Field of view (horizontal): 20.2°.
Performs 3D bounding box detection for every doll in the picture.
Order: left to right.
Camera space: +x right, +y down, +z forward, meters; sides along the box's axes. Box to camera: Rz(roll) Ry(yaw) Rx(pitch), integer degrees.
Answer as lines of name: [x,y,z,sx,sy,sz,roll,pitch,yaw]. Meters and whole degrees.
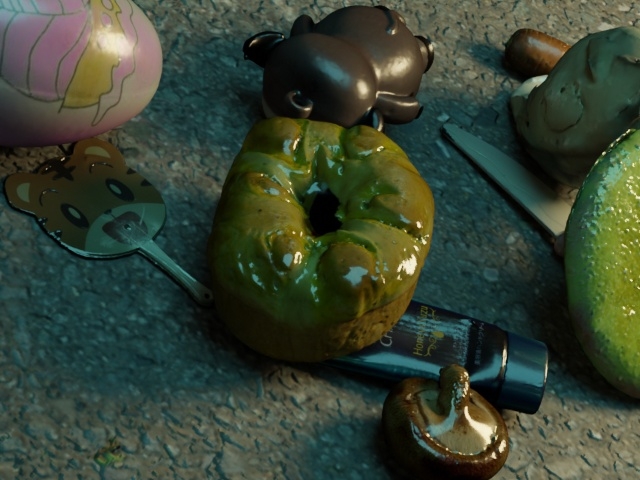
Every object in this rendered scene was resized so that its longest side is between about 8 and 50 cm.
doll: [0.026,-0.181,1.940,0.182,0.117,0.257,37,41,9]

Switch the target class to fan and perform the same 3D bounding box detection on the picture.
fan: [-0.188,-0.010,1.732,0.226,0.008,0.152,41,42,13]

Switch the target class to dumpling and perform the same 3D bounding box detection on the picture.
dumpling: [0.363,-0.138,2.017,0.242,0.318,0.187,10,83,-30]

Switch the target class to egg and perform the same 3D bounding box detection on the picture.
egg: [-0.280,-0.181,1.707,0.271,0.196,0.196,12,45,-19]

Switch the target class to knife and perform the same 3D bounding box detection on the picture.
knife: [0.261,-0.027,1.989,0.081,0.043,0.336,-15,56,-46]

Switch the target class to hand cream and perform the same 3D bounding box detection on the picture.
hand cream: [0.087,0.102,1.757,0.270,0.061,0.120,15,45,-5]

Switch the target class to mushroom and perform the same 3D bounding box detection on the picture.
mushroom: [0.116,0.177,1.667,0.127,0.087,0.127,15,40,-13]

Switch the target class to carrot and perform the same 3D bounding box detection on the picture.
carrot: [0.334,-0.193,2.181,0.247,0.059,0.059,23,42,-13]

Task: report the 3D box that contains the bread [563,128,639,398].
bread: [0.371,0.019,1.874,0.301,0.045,0.301,0,90,-35]

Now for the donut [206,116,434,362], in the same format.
donut: [0.000,0.000,1.714,0.208,0.128,0.261,12,44,6]
